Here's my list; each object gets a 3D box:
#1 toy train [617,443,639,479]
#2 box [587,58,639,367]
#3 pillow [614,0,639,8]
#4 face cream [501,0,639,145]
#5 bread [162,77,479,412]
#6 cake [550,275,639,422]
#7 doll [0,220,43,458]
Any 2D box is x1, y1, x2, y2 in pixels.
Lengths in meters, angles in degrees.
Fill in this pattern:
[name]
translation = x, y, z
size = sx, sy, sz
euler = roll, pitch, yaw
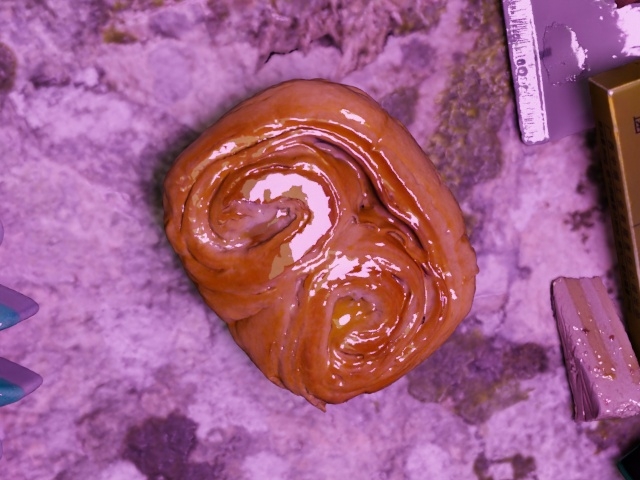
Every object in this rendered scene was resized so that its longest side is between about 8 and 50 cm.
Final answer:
[toy train]
translation = 0.334, 0.186, 1.074
size = 0.228, 0.091, 0.136
euler = -41, 115, 8
[box]
translation = 0.316, -0.007, 1.051
size = 0.173, 0.043, 0.311
euler = -19, 116, -8
[pillow]
translation = 0.355, -0.308, 1.003
size = 0.306, 0.108, 0.307
euler = 2, 74, -7
[face cream]
translation = 0.304, -0.168, 1.059
size = 0.315, 0.089, 0.143
euler = -9, 100, -3
[bread]
translation = 0.002, -0.002, 1.001
size = 0.198, 0.120, 0.236
euler = -37, 101, -3
[cake]
translation = 0.225, 0.085, 1.084
size = 0.052, 0.065, 0.121
euler = -12, 91, -11
[doll]
translation = -0.311, 0.052, 0.953
size = 0.258, 0.153, 0.195
euler = 28, 109, 5
